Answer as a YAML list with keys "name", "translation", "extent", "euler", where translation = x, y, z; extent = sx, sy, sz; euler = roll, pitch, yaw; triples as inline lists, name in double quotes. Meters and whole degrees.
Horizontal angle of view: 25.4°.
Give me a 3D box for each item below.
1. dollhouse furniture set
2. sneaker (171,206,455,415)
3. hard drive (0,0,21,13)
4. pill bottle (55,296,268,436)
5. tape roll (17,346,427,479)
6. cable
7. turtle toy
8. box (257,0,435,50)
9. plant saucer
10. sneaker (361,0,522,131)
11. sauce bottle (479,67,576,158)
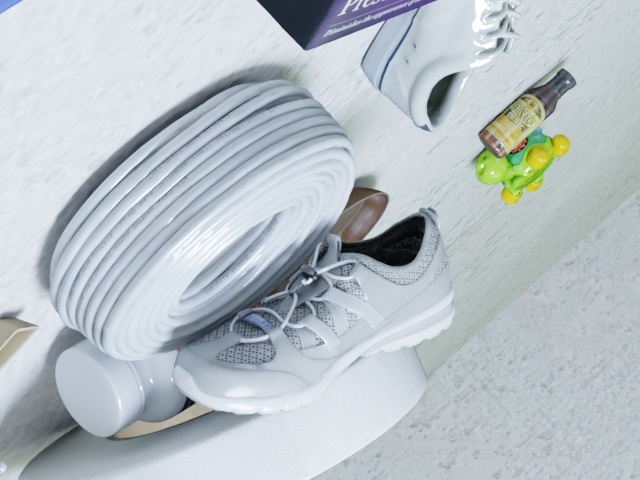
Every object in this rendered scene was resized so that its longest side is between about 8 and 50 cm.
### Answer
- name: "dollhouse furniture set"
  translation: [-0.248, 0.120, 1.051]
  extent: [0.114, 0.081, 0.091]
  euler: [-46, 166, 17]
- name: "sneaker"
  translation: [-0.007, 0.049, 1.156]
  extent: [0.281, 0.105, 0.115]
  euler: [-24, 125, -38]
- name: "hard drive"
  translation: [-0.112, -0.162, 0.524]
  extent: [0.319, 0.040, 0.210]
  euler: [-45, 171, -40]
- name: "pill bottle"
  translation: [-0.134, 0.095, 1.232]
  extent: [0.180, 0.108, 0.108]
  euler: [-30, 162, -43]
- name: "tape roll"
  translation: [-0.088, 0.169, 1.320]
  extent: [0.392, 0.072, 0.392]
  euler: [-23, -174, 3]
- name: "cable"
  translation: [-0.087, -0.009, 1.082]
  extent: [0.257, 0.089, 0.257]
  euler: [-32, 163, -36]
- name: "turtle toy"
  translation: [0.245, -0.098, 1.768]
  extent: [0.130, 0.066, 0.095]
  euler: [-28, 159, -43]
- name: "box"
  translation: [0.080, -0.236, 0.833]
  extent: [0.261, 0.103, 0.184]
  euler: [-29, 158, -43]
- name: "plant saucer"
  translation: [0.000, 0.000, 1.477]
  extent: [0.168, 0.029, 0.168]
  euler: [-40, 166, -12]
- name: "sneaker"
  translation: [0.122, -0.186, 1.106]
  extent: [0.094, 0.091, 0.258]
  euler: [-32, 163, -35]
- name: "sauce bottle"
  translation: [0.243, -0.151, 1.660]
  extent: [0.128, 0.042, 0.042]
  euler: [-44, 166, -2]
